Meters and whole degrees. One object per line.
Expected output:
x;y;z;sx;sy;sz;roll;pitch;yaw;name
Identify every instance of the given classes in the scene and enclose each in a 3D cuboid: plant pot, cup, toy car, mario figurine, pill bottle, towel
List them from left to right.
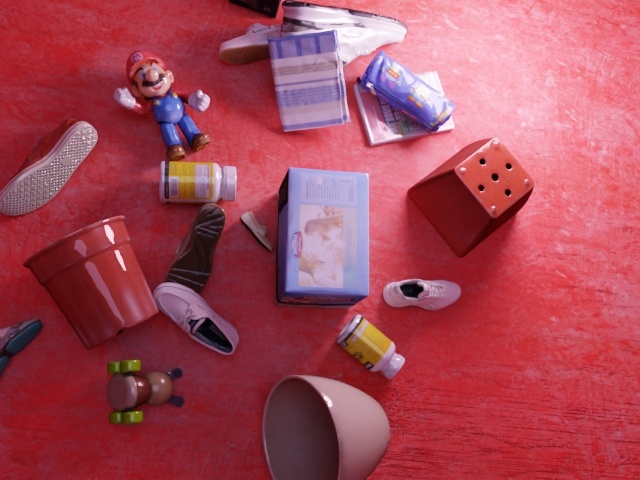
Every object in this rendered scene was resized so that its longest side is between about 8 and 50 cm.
-0.559;0.116;1.699;0.272;0.272;0.265;-29;91;-17;plant pot
-0.442;0.385;1.735;0.188;0.149;0.155;3;78;-40;toy car
-0.444;-0.391;1.880;0.198;0.170;0.320;-32;92;-51;mario figurine
-0.343;-0.161;1.873;0.208;0.119;0.119;1;76;-12;pill bottle
-0.032;-0.461;1.953;0.209;0.034;0.285;-8;118;3;towel
0.037;0.499;1.711;0.237;0.331;0.331;1;75;-37;cup
0.142;0.300;1.865;0.184;0.103;0.103;40;72;1;pill bottle
0.466;-0.148;1.975;0.267;0.236;0.267;-37;86;-17;plant pot

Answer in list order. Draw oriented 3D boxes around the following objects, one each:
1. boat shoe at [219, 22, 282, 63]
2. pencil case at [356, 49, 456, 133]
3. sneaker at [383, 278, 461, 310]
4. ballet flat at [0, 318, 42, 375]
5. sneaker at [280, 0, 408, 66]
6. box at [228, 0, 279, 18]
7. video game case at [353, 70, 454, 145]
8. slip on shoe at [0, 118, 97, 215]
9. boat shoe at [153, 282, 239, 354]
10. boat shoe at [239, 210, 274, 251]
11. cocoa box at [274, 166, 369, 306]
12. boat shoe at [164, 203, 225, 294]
-0.188;-0.610;2.034;0.277;0.098;0.096;-18;80;-25;boat shoe
0.261;-0.447;2.041;0.306;0.119;0.133;35;63;-1;pencil case
0.305;0.153;1.929;0.232;0.115;0.090;-3;77;-12;sneaker
-0.808;0.277;1.700;0.079;0.077;0.221;28;72;17;ballet flat
0.062;-0.583;2.068;0.447;0.169;0.257;-4;114;-32;sneaker
-0.189;-0.779;2.038;0.156;0.158;0.093;18;74;-7;box
0.263;-0.419;2.111;0.285;0.025;0.204;-13;79;-15;video game case
-0.750;-0.201;1.817;0.101;0.123;0.331;30;75;31;slip on shoe
-0.331;0.213;1.772;0.267;0.088;0.096;43;96;-12;boat shoe
-0.174;-0.028;1.911;0.045;0.050;0.135;-39;86;-12;boat shoe
0.000;0.000;1.846;0.231;0.228;0.347;3;75;-11;cocoa box
-0.344;0.040;1.837;0.109;0.098;0.302;21;91;-14;boat shoe
